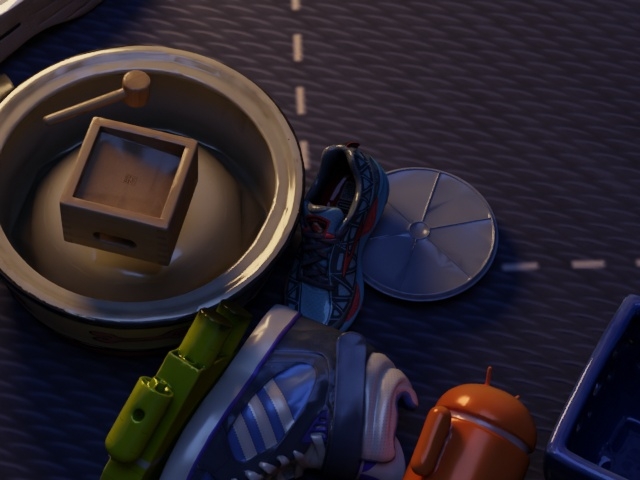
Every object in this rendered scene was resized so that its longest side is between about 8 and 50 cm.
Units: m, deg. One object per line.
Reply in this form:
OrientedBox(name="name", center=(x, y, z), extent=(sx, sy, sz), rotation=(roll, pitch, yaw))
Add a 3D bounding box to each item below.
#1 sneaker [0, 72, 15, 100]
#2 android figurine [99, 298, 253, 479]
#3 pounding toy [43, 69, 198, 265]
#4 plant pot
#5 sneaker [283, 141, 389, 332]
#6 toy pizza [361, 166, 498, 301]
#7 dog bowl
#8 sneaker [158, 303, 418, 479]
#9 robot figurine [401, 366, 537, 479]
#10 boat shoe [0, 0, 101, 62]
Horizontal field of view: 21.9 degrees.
OrientedBox(name="sneaker", center=(-0.430, -0.130, 2.120), extent=(0.118, 0.083, 0.222), rotation=(-16, 59, -13))
OrientedBox(name="android figurine", center=(-0.171, 0.192, 1.847), extent=(0.056, 0.248, 0.272), rotation=(33, 102, 8))
OrientedBox(name="pounding toy", center=(-0.235, -0.092, 1.925), extent=(0.181, 0.094, 0.206), rotation=(13, 58, 4))
OrientedBox(name="plant pot", center=(0.385, 0.239, 1.857), extent=(0.236, 0.212, 0.236), rotation=(26, 59, 13))
OrientedBox(name="sneaker", center=(0.000, 0.000, 2.014), extent=(0.104, 0.125, 0.261), rotation=(6, 70, 23))
OrientedBox(name="toy pizza", center=(0.125, -0.005, 2.100), extent=(0.201, 0.032, 0.201), rotation=(0, 58, -1))
OrientedBox(name="dog bowl", center=(-0.225, -0.037, 2.035), extent=(0.408, 0.150, 0.408), rotation=(2, 57, -3))
OrientedBox(name="sneaker", center=(-0.025, 0.246, 1.880), extent=(0.236, 0.130, 0.322), rotation=(30, 66, 8))
OrientedBox(name="robot figurine", center=(0.167, 0.257, 1.872), extent=(0.158, 0.128, 0.219), rotation=(27, 74, -7))
OrientedBox(name="boat shoe", center=(-0.401, -0.349, 2.236), extent=(0.335, 0.121, 0.119), rotation=(-36, 64, -24))
